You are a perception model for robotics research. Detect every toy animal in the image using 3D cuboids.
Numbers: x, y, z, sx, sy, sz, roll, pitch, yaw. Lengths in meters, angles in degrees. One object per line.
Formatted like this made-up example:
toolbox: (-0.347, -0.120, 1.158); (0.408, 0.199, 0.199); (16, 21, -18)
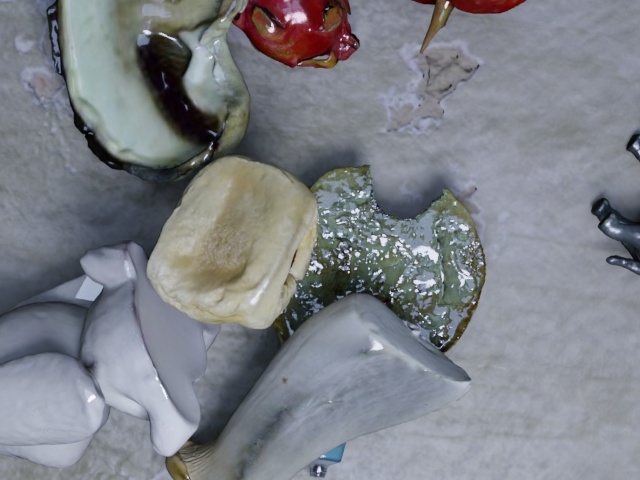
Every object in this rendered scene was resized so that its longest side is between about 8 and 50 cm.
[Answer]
toy animal: (0.413, -0.071, 1.369); (0.137, 0.082, 0.269); (41, 81, -4)
toy animal: (-0.262, 0.126, 1.255); (0.265, 0.271, 0.206); (-21, 118, 17)

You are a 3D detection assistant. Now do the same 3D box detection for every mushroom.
mushroom: (-0.163, -0.229, 1.283); (0.247, 0.130, 0.344); (-20, 84, 21)
mushroom: (-0.017, 0.188, 1.256); (0.329, 0.122, 0.159); (-40, 82, 18)

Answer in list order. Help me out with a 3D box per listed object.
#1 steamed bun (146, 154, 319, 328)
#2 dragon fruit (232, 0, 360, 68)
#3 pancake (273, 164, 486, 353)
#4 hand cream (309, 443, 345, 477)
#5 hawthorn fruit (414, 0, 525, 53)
steamed bun: (-0.070, 0.015, 1.230); (0.141, 0.155, 0.172); (26, 83, 23)
dragon fruit: (-0.032, -0.254, 1.326); (0.133, 0.136, 0.166); (-37, 120, 27)
pancake: (0.054, 0.041, 1.322); (0.254, 0.037, 0.253); (0, 89, 0)
hand cream: (0.008, 0.153, 1.351); (0.083, 0.048, 0.224); (8, 81, -4)
hawthorn fruit: (0.152, -0.371, 1.288); (0.258, 0.258, 0.261); (-21, 115, -5)
